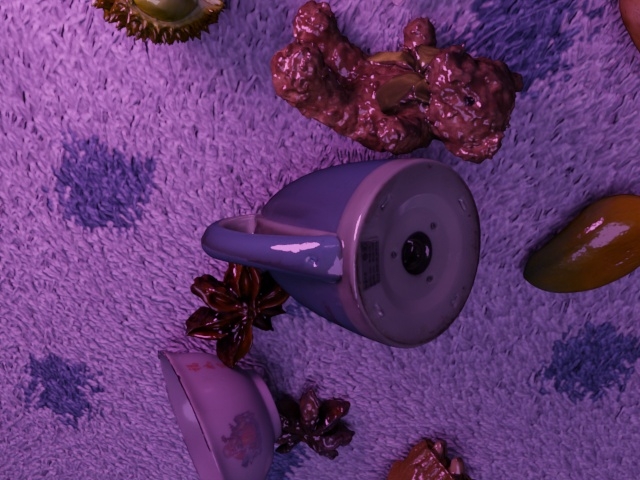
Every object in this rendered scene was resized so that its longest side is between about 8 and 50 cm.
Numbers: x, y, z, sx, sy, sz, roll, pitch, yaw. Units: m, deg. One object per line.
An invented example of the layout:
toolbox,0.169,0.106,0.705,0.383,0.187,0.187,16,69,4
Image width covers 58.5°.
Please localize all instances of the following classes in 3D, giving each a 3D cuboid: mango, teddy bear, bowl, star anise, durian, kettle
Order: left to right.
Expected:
durian,-0.218,-0.372,0.734,0.200,0.176,0.237,-15,110,-40
bowl,-0.174,0.342,1.087,0.157,0.345,0.346,-20,120,-24
star anise,-0.141,0.111,1.032,0.220,0.126,0.190,-39,113,-10
star anise,-0.026,0.383,1.194,0.212,0.073,0.197,8,120,-4
kettle,0.000,0.000,0.838,0.319,0.342,0.247,-1,97,-40
teddy bear,0.109,-0.222,0.785,0.296,0.247,0.222,38,140,-27
mango,0.469,0.016,0.971,0.137,0.091,0.237,38,119,-10

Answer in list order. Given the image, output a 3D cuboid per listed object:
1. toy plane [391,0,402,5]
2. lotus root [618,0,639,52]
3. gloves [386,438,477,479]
toy plane,0.076,-0.421,0.762,0.234,0.082,0.160,44,138,-19
lotus root,0.529,-0.284,0.778,0.284,0.146,0.160,41,133,-21
gloves,0.224,0.594,1.249,0.202,0.155,0.357,18,114,-11
